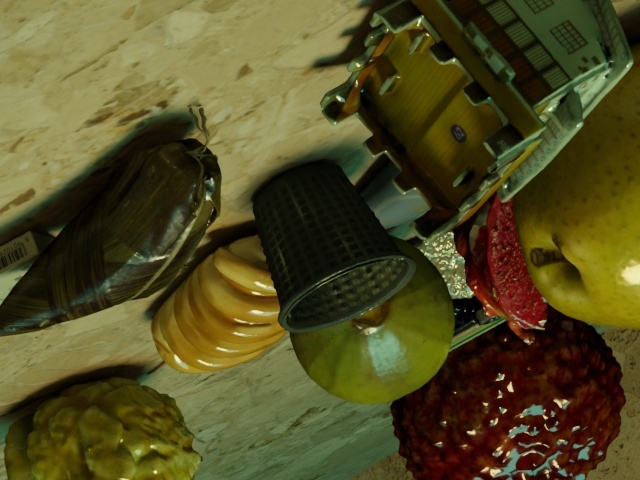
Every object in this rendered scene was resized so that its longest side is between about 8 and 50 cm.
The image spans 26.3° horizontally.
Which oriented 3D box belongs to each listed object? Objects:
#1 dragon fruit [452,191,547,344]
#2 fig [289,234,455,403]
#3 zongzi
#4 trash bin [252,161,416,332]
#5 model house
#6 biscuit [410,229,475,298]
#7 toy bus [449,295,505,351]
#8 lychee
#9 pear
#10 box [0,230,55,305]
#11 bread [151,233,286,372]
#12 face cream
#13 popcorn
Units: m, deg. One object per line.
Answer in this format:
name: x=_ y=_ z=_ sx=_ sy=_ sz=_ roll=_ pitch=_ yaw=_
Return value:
dragon fruit: x=0.239 y=0.001 z=1.909 sx=0.126 sy=0.274 sz=0.161 roll=5 pitch=-179 yaw=-24
fig: x=0.069 y=0.109 z=1.879 sx=0.239 sy=0.239 sz=0.271 roll=-26 pitch=176 yaw=5
zongzi: x=-0.216 y=0.005 z=1.361 sx=0.241 sy=0.111 sz=0.248 roll=-32 pitch=170 yaw=-32
trash bin: x=0.000 y=0.000 z=1.612 sx=0.175 sy=0.161 sz=0.175 roll=-24 pitch=160 yaw=-9
model house: x=0.152 y=-0.145 z=1.322 sx=0.215 sy=0.198 sz=0.224 roll=-30 pitch=167 yaw=-29
biscuit: x=0.245 y=0.020 z=2.094 sx=0.250 sy=0.133 sz=0.032 roll=-25 pitch=-158 yaw=-2
toy bus: x=0.235 y=0.092 z=2.246 sx=0.305 sy=0.143 sz=0.179 roll=-32 pitch=164 yaw=22
lychee: x=0.351 y=0.261 z=2.479 sx=0.500 sy=0.424 sz=0.424 roll=-52 pitch=158 yaw=6
pear: x=0.431 y=-0.069 z=1.675 sx=0.418 sy=0.362 sz=0.362 roll=-36 pitch=167 yaw=-17
box: x=-0.382 y=0.068 z=1.514 sx=0.245 sy=0.035 sz=0.139 roll=-28 pitch=163 yaw=11
bread: x=-0.108 y=0.090 z=1.810 sx=0.172 sy=0.121 sz=0.311 roll=-14 pitch=162 yaw=-33
face cream: x=0.122 y=-0.077 z=1.694 sx=0.135 sy=0.086 sz=0.385 roll=-15 pitch=166 yaw=-28
popcorn: x=-0.319 y=0.346 z=2.030 sx=0.282 sy=0.282 sz=0.247 roll=-28 pitch=151 yaw=12
